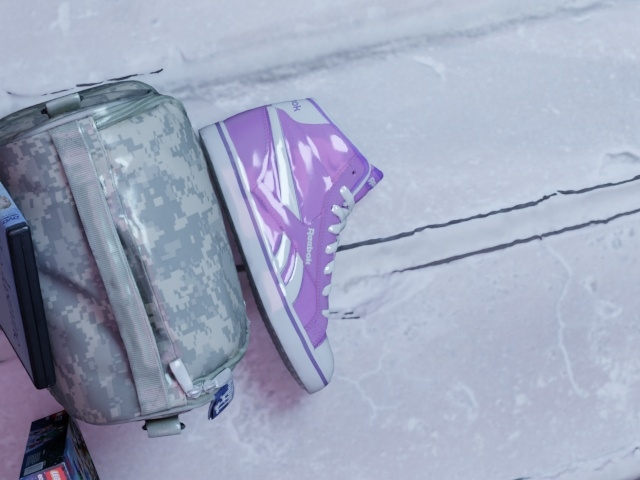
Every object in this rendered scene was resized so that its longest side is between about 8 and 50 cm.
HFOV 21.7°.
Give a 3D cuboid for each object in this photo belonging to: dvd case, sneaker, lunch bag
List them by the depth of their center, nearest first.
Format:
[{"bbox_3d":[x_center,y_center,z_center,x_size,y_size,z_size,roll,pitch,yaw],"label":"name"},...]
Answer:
[{"bbox_3d":[-0.297,-0.009,1.473,0.022,0.253,0.180,-20,133,-21],"label":"dvd case"},{"bbox_3d":[-0.189,0.013,1.522,0.212,0.256,0.305,-18,99,-4],"label":"lunch bag"},{"bbox_3d":[0.000,0.000,1.624,0.161,0.102,0.282,-19,98,-8],"label":"sneaker"}]

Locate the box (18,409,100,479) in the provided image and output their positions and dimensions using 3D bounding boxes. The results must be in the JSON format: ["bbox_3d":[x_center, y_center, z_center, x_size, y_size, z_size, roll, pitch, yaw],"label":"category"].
[{"bbox_3d":[-0.226,0.258,1.556,0.044,0.233,0.159,-21,99,-4],"label":"box"}]
